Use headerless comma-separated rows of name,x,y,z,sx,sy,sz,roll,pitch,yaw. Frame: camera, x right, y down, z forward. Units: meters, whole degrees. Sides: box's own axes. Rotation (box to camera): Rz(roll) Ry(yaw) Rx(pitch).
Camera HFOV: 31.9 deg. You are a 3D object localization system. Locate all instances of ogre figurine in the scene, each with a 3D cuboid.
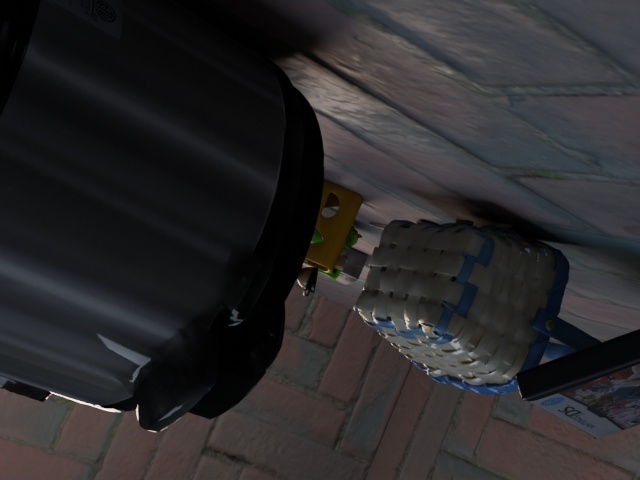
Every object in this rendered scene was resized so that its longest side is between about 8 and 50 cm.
ogre figurine,0.000,0.000,1.882,0.118,0.097,0.197,34,163,1

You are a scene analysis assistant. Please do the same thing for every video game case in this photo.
video game case,0.390,0.147,1.254,0.275,0.035,0.248,-24,150,23

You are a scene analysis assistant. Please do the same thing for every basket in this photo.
basket,0.213,0.090,1.366,0.289,0.201,0.255,33,167,-31

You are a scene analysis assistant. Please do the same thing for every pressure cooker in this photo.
pressure cooker,-0.200,-0.044,0.973,0.420,0.370,0.375,27,166,-37

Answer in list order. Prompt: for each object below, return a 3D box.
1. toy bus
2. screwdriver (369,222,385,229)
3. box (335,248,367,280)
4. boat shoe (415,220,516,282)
toy bus,-0.011,0.009,1.593,0.104,0.191,0.202,22,130,3
screwdriver,0.112,-0.012,1.704,0.025,0.024,0.170,-8,-167,-31
box,-0.007,0.029,2.315,0.183,0.056,0.231,24,174,-2
boat shoe,0.206,0.044,1.617,0.228,0.068,0.081,28,172,-37
